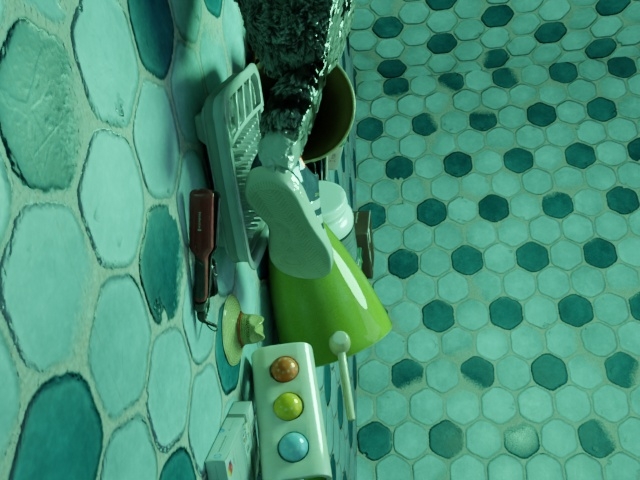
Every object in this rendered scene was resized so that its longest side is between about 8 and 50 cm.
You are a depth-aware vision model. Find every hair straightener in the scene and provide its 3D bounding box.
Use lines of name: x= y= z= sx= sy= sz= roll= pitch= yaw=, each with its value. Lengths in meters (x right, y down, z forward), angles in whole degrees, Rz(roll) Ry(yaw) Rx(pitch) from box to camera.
hair straightener: x=-0.176 y=0.031 z=1.094 sx=0.089 sy=0.047 sz=0.231 roll=-27 pitch=114 yaw=-80

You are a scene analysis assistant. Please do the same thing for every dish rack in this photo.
dish rack: x=-0.151 y=-0.138 z=1.247 sx=0.286 sy=0.072 sz=0.333 roll=-77 pitch=161 yaw=-64

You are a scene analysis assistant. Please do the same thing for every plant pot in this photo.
plant pot: x=-0.058 y=-0.294 z=1.515 sx=0.254 sy=0.236 sz=0.237 roll=-127 pitch=-148 yaw=-80
plant pot: x=-0.009 y=0.108 z=1.587 sx=0.275 sy=0.274 sz=0.294 roll=-50 pitch=120 yaw=-77

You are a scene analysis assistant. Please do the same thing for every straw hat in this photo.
straw hat: x=-0.135 y=0.166 z=1.271 sx=0.144 sy=0.061 sz=0.145 roll=-3 pitch=90 yaw=-81

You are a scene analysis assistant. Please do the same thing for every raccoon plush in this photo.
raccoon plush: x=-0.121 y=-0.362 z=1.107 sx=0.216 sy=0.298 sz=0.447 roll=89 pitch=19 yaw=-64

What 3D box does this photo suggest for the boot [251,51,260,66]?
boot: x=-0.131 y=-0.465 z=1.516 sx=0.197 sy=0.072 sz=0.153 roll=63 pitch=31 yaw=-56

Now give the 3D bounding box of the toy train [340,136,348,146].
toy train: x=-0.006 y=-0.335 z=1.877 sx=0.334 sy=0.190 sz=0.142 roll=-73 pitch=158 yaw=-66

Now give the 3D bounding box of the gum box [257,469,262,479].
gum box: x=-0.107 y=0.521 z=1.380 sx=0.157 sy=0.041 sz=0.185 roll=65 pitch=22 yaw=-68

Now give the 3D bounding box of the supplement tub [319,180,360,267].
supplement tub: x=0.000 y=0.000 z=1.786 sx=0.191 sy=0.191 sz=0.272 roll=-83 pitch=167 yaw=-51

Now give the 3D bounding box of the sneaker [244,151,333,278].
sneaker: x=-0.043 y=-0.060 z=1.278 sx=0.350 sy=0.131 sz=0.148 roll=75 pitch=19 yaw=-54

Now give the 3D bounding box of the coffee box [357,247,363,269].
coffee box: x=0.029 y=0.076 z=1.977 sx=0.113 sy=0.184 sz=0.041 roll=-81 pitch=162 yaw=-50

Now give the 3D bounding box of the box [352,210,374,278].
box: x=0.064 y=0.017 z=2.162 sx=0.167 sy=0.203 sz=0.169 roll=-78 pitch=163 yaw=-61

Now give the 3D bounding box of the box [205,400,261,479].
box: x=-0.147 y=0.391 z=1.180 sx=0.186 sy=0.038 sz=0.145 roll=-70 pitch=155 yaw=-71

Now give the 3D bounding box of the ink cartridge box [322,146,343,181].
ink cartridge box: x=0.040 y=-0.299 z=2.401 sx=0.296 sy=0.066 sz=0.261 roll=103 pitch=-14 yaw=-78

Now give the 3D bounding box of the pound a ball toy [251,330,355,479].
pound a ball toy: x=-0.023 y=0.314 z=1.315 sx=0.136 sy=0.208 sz=0.319 roll=86 pitch=-5 yaw=-52
